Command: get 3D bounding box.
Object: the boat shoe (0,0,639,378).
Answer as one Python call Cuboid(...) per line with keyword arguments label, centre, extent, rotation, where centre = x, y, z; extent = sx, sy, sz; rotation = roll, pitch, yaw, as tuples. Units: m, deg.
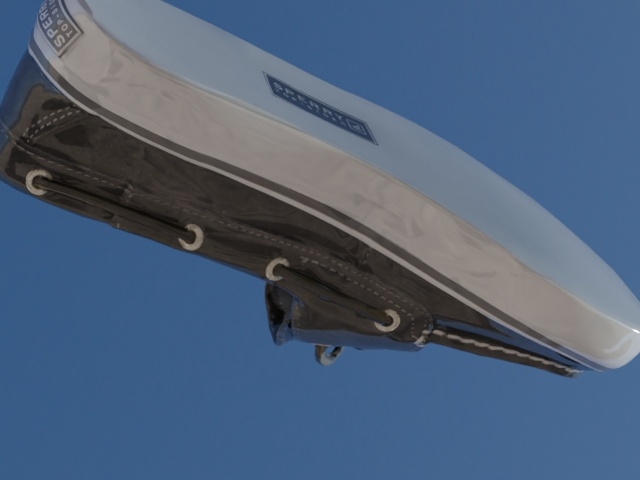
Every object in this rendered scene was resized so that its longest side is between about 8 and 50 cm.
Cuboid(label="boat shoe", centre=(0.000, 0.000, 0.605), extent=(0.228, 0.080, 0.076), rotation=(25, -67, -27))
